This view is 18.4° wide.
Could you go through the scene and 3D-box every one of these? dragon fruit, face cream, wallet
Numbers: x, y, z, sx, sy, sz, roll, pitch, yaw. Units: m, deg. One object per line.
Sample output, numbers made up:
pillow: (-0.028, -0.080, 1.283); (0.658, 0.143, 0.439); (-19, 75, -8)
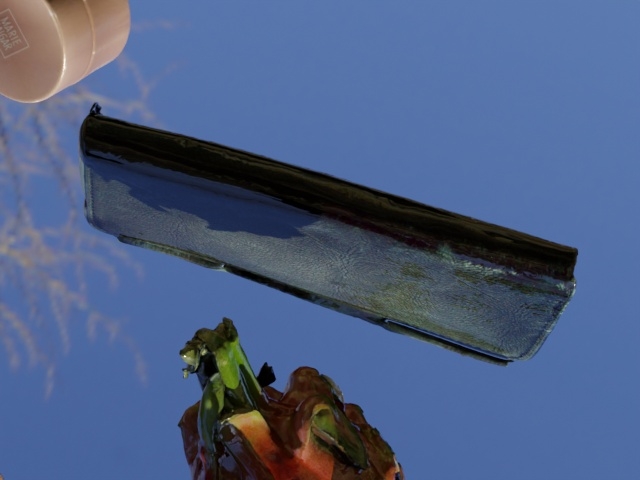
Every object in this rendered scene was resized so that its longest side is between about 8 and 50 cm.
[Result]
dragon fruit: (-0.023, 0.138, 1.117); (0.135, 0.236, 0.137); (-29, -129, -4)
face cream: (-0.276, -0.223, 1.958); (0.149, 0.149, 0.104); (36, -137, 15)
wallet: (0.000, 0.000, 1.269); (0.318, 0.172, 0.045); (17, -112, 1)

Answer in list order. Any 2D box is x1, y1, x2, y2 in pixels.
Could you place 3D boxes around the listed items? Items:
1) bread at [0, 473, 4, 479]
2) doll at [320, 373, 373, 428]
bread: (-0.266, 0.141, 1.196); (0.160, 0.160, 0.073); (33, -127, 11)
doll: (-0.002, 0.193, 1.620); (0.114, 0.057, 0.227); (-24, -148, 1)
